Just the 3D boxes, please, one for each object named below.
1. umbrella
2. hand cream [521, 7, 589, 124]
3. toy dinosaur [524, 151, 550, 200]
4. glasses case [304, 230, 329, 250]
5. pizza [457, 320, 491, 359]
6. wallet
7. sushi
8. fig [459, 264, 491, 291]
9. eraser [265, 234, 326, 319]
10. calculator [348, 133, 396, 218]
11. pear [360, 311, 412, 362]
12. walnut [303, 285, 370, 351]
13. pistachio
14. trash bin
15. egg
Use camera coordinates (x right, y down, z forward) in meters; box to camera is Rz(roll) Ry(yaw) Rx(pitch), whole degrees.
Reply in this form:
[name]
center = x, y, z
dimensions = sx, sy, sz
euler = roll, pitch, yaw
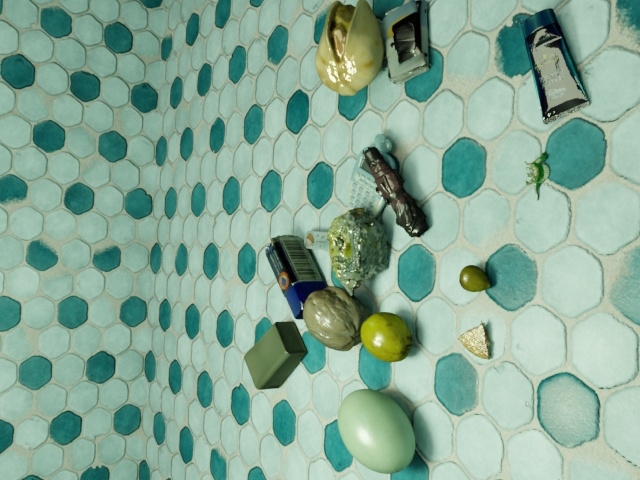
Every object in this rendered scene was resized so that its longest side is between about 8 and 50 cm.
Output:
[umbrella]
center = 0.224, -0.152, 1.829
dimensions = 0.094, 0.090, 0.326
euler = -36, 71, 16
[hand cream]
center = 0.577, -0.436, 1.477
dimensions = 0.120, 0.061, 0.271
euler = -22, 78, 44
[toy dinosaur]
center = 0.551, -0.162, 1.502
dimensions = 0.060, 0.029, 0.120
euler = -8, 83, 34
[glasses case]
center = 0.000, 0.000, 2.168
dimensions = 0.178, 0.045, 0.067
euler = 4, 89, 52
[pizza]
center = 0.434, 0.282, 1.613
dimensions = 0.100, 0.029, 0.099
euler = -49, 59, 40
[wallet]
center = 0.267, -0.625, 1.869
dimensions = 0.170, 0.069, 0.231
euler = -10, 80, 46
[sushi]
center = 0.120, 0.032, 1.926
dimensions = 0.184, 0.139, 0.274
euler = 9, 108, 55
[fig]
center = 0.420, 0.107, 1.609
dimensions = 0.088, 0.074, 0.074
euler = 27, 110, 21
[eraser]
center = -0.078, 0.130, 2.174
dimensions = 0.101, 0.155, 0.332
euler = -54, 50, 37
[calculator]
center = 0.171, -0.203, 1.972
dimensions = 0.188, 0.042, 0.303
euler = 42, 119, 46
[pear]
center = 0.204, 0.293, 1.802
dimensions = 0.162, 0.148, 0.149
euler = 36, 115, 39
[walnut]
center = 0.050, 0.253, 1.951
dimensions = 0.224, 0.224, 0.224
euler = -6, 82, 51
[pistachio]
center = 0.098, -0.637, 1.956
dimensions = 0.229, 0.238, 0.321
euler = 3, 85, 16
[trash bin]
center = -0.171, 0.444, 2.291
dimensions = 0.240, 0.122, 0.164
euler = -51, 50, 33
[egg]
center = 0.165, 0.569, 1.781
dimensions = 0.282, 0.202, 0.203
euler = 40, 118, 44
